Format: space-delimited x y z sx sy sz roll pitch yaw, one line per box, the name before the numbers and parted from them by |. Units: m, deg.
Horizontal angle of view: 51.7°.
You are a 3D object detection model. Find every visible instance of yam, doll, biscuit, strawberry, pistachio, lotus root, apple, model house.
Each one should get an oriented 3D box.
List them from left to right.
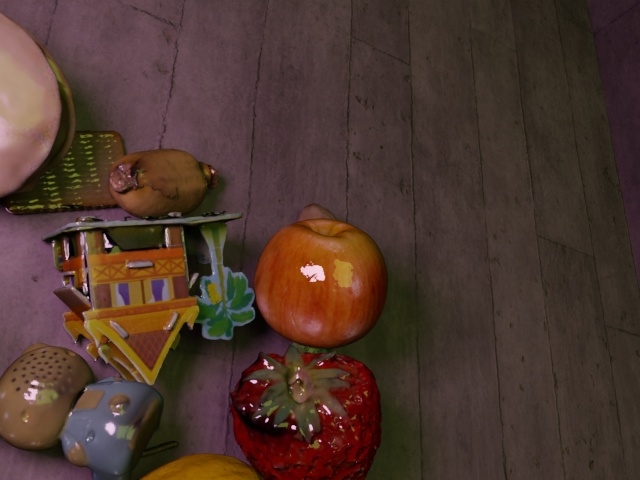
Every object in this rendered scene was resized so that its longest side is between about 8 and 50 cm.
pistachio | -0.644 -0.236 1.101 0.445 0.281 0.366 23 89 -10
biscuit | -0.507 -0.137 1.310 0.254 0.029 0.172 -7 74 -37
doll | -0.406 0.279 1.085 0.260 0.162 0.177 22 44 2
yam | -0.313 0.388 1.216 0.107 0.014 0.014 -7 74 -36
model house | -0.312 0.109 1.253 0.357 0.242 0.313 -6 89 -37
lotus root | -0.324 -0.113 1.335 0.303 0.130 0.146 -20 89 -66
strawberry | -0.023 0.356 1.280 0.291 0.310 0.292 0 53 0
pistachio | 0.000 0.000 1.552 0.108 0.126 0.186 45 34 -65
apple | 0.003 0.080 1.348 0.285 0.286 0.233 -10 118 -37

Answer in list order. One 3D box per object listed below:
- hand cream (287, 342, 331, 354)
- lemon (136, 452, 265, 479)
hand cream | 0.005 0.212 1.491 0.095 0.046 0.175 47 53 -11
lemon | -0.217 0.492 1.083 0.315 0.285 0.286 9 61 0
